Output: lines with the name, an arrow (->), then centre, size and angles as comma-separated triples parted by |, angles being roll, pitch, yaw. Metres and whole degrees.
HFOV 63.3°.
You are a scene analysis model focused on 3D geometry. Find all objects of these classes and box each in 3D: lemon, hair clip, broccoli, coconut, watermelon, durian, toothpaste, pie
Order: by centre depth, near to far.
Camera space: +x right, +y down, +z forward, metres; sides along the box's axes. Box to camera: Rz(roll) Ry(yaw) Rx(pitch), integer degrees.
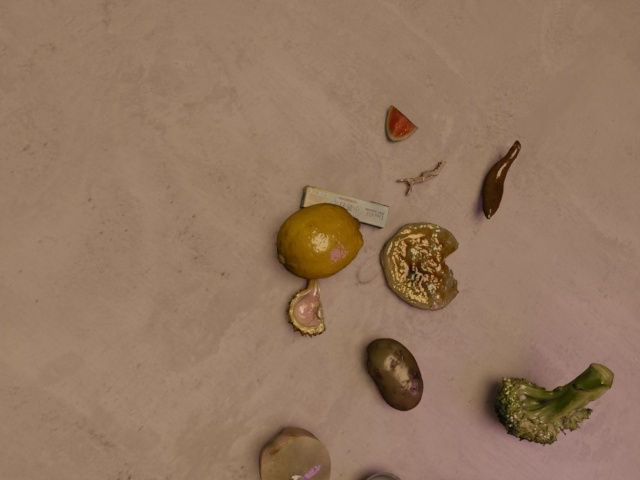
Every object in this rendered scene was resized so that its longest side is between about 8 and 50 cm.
coconut -> -0.080, 0.695, 1.596 | 0.241, 0.241, 0.241 | 2, 81, -15
lemon -> 0.000, 0.000, 1.707 | 0.320, 0.245, 0.245 | -26, 90, -21
durian -> -0.044, 0.219, 1.756 | 0.140, 0.078, 0.224 | 8, 69, -2
broccoli -> 0.778, 0.553, 1.783 | 0.353, 0.397, 0.275 | -25, 64, -13
toothpaste -> 0.087, -0.117, 1.843 | 0.313, 0.071, 0.089 | 14, 83, -14
pie -> 0.371, 0.095, 1.885 | 0.337, 0.075, 0.337 | 2, 82, -15
watermelon -> 0.293, -0.447, 1.933 | 0.125, 0.094, 0.135 | -26, 86, -11
hair clip -> 0.395, -0.238, 1.962 | 0.226, 0.034, 0.072 | -25, 93, -19

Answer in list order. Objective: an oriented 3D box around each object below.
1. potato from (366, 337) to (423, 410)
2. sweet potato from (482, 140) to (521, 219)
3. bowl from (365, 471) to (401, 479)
potato -> 0.256, 0.451, 1.763 | 0.165, 0.165, 0.262 | -33, 94, -17
sweet potato -> 0.685, -0.225, 2.002 | 0.079, 0.108, 0.346 | 28, 78, -18
bowl -> 0.189, 0.856, 1.719 | 0.189, 0.086, 0.189 | 3, 80, -17
